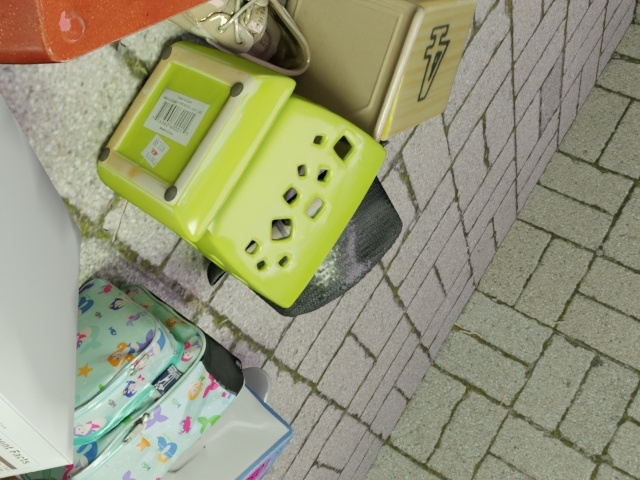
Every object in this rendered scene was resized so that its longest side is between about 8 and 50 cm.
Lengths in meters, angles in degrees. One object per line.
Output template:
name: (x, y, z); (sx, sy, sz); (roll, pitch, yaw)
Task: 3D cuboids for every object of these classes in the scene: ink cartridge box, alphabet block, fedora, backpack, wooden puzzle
ink cartridge box: (-0.237, 0.420, 1.137); (0.270, 0.151, 0.395); (-30, 158, -48)
alphabet block: (0.086, -0.283, 1.065); (0.197, 0.192, 0.193); (-30, 139, -49)
fedora: (0.000, 0.000, 1.077); (0.334, 0.152, 0.334); (-38, -177, 2)
backpack: (-0.246, 0.185, 0.861); (0.253, 0.225, 0.191); (-52, 132, -11)
wooden puzzle: (0.018, -0.218, 0.943); (0.044, 0.238, 0.221); (-2, 118, -45)

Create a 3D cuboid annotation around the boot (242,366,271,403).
boot: (-0.161, 0.344, 1.373); (0.258, 0.095, 0.123); (-56, 163, 6)

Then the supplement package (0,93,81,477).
supplement package: (-0.310, 0.037, 0.447); (0.262, 0.199, 0.198); (-11, 143, -2)

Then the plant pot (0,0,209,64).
plant pot: (-0.193, -0.262, 0.474); (0.267, 0.235, 0.267); (-41, 148, -40)

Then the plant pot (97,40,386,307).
plant pot: (-0.102, -0.090, 0.838); (0.207, 0.228, 0.227); (35, 86, -50)

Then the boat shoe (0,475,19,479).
boat shoe: (-0.409, 0.299, 0.816); (0.096, 0.098, 0.277); (-16, 133, -1)

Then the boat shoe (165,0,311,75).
boat shoe: (-0.100, -0.264, 0.823); (0.109, 0.098, 0.302); (-63, 156, 1)

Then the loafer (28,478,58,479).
loafer: (-0.379, 0.332, 0.721); (0.302, 0.095, 0.109); (-24, 130, 6)
